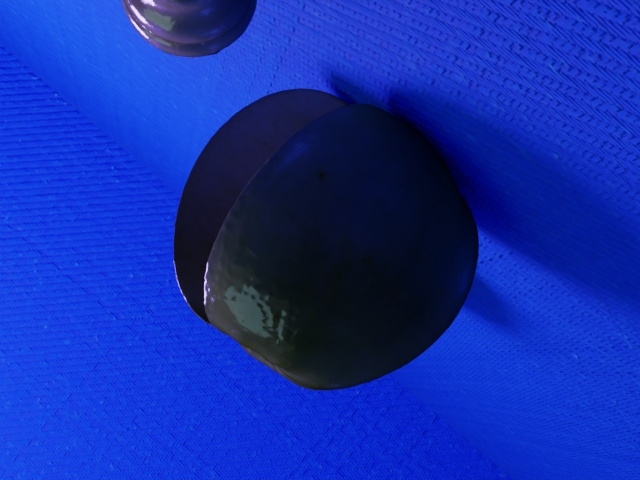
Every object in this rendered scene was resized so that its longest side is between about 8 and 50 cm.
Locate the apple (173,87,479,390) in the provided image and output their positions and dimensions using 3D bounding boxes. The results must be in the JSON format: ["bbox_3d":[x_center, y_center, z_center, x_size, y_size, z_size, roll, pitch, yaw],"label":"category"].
[{"bbox_3d":[0.000,0.000,1.317,0.292,0.254,0.292,36,175,4],"label":"apple"}]

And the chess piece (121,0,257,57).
[{"bbox_3d":[-0.103,-0.246,0.986,0.117,0.117,0.397,39,170,5],"label":"chess piece"}]
